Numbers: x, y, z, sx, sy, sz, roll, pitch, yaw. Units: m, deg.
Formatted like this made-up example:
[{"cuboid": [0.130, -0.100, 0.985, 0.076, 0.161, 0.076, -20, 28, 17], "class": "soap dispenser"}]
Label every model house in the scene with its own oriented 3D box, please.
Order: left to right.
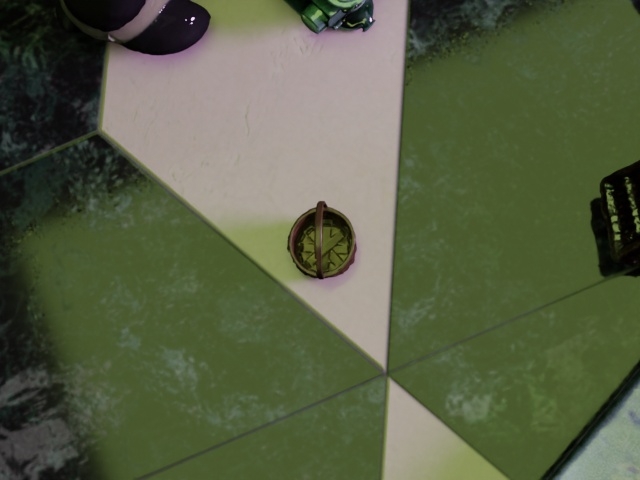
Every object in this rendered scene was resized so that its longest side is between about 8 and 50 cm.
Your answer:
[{"cuboid": [0.336, -0.010, 1.260, 0.152, 0.106, 0.165, -10, 75, 1], "class": "model house"}]

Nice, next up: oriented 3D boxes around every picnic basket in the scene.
[{"cuboid": [0.000, 0.000, 1.300, 0.072, 0.083, 0.072, -1, 81, 4], "class": "picnic basket"}]

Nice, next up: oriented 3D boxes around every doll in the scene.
[{"cuboid": [-0.162, -0.289, 1.339, 0.135, 0.143, 0.234, 31, 90, 30], "class": "doll"}]

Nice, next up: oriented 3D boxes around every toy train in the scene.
[{"cuboid": [0.038, -0.296, 1.353, 0.200, 0.083, 0.132, -45, 76, -5], "class": "toy train"}]

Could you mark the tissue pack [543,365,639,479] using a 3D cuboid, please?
[{"cuboid": [0.308, 0.225, 1.234, 0.185, 0.081, 0.257, 40, 84, 11], "class": "tissue pack"}]
